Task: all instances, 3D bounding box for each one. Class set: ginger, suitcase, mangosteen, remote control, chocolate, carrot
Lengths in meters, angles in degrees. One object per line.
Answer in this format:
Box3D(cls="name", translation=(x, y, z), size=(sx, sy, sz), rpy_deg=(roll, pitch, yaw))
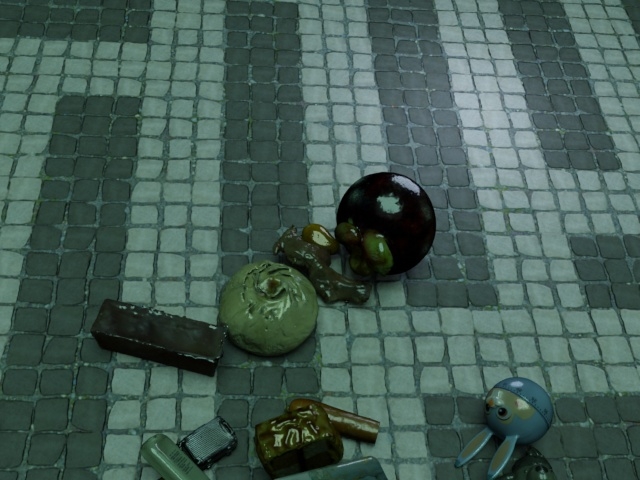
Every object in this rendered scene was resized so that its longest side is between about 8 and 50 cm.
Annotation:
Box3D(cls="ginger", translation=(0.005, 0.077, 2.037), size=(0.290, 0.084, 0.122), rpy_deg=(38, 48, 9))
Box3D(cls="suitcase", translation=(-0.254, 0.462, 1.749), size=(0.126, 0.059, 0.086), rpy_deg=(-29, 64, -27))
Box3D(cls="mangosteen", translation=(0.163, -0.037, 2.026), size=(0.288, 0.288, 0.288), rpy_deg=(3, 54, -5))
Box3D(cls="remote control", translation=(-0.257, 0.530, 1.645), size=(0.309, 0.038, 0.090), rpy_deg=(44, 15, 2))
Box3D(cls="chocolate", translation=(-0.380, 0.241, 1.861), size=(0.321, 0.112, 0.112), rpy_deg=(12, 52, 3))
Box3D(cls="carrot", translation=(0.026, 0.421, 1.809), size=(0.225, 0.067, 0.067), rpy_deg=(16, 54, 3))

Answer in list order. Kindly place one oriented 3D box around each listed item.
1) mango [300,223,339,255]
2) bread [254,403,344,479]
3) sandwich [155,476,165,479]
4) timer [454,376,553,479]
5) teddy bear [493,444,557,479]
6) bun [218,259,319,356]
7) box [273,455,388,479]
Box3D(cls="mango", translation=(0.000, 0.000, 2.111), size=(0.114, 0.060, 0.080), rpy_deg=(30, 61, 7))
Box3D(cls="bread", translation=(-0.046, 0.443, 1.682), size=(0.181, 0.222, 0.096), rpy_deg=(-21, 57, -5))
Box3D(cls="sandwich", translation=(-0.371, 0.572, 1.626), size=(0.185, 0.160, 0.109), rpy_deg=(-5, 66, -63))
Box3D(cls="timer", translation=(0.425, 0.418, 1.799), size=(0.255, 0.175, 0.175), rpy_deg=(-22, 60, -26))
Box3D(cls="teddy bear", translation=(0.467, 0.574, 1.709), size=(0.171, 0.144, 0.251), rpy_deg=(-14, 55, -8))
Box3D(cls="bun", translation=(-0.128, 0.160, 1.926), size=(0.259, 0.152, 0.259), rpy_deg=(5, 52, -6))
Box3D(cls="box", translation=(0.033, 0.558, 1.676), size=(0.285, 0.044, 0.142), rpy_deg=(-4, 47, -33))
